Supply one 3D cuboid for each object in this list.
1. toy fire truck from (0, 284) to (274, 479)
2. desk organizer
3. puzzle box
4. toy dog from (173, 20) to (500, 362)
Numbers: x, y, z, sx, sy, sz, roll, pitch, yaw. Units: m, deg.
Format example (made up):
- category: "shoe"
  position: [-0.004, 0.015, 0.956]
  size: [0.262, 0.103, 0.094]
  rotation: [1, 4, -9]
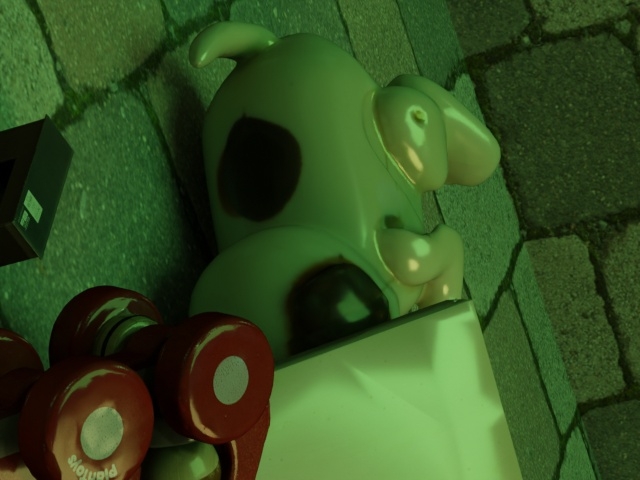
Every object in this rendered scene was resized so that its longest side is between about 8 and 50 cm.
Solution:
- category: "toy fire truck"
  position: [-0.160, 0.182, 1.319]
  size: [0.302, 0.169, 0.254]
  rotation: [-17, 110, -44]
- category: "desk organizer"
  position: [-0.250, -0.040, 1.442]
  size: [0.130, 0.050, 0.047]
  rotation: [-82, 150, -44]
- category: "puzzle box"
  position: [-0.010, 0.238, 1.512]
  size: [0.408, 0.052, 0.272]
  rotation: [-18, 96, -24]
- category: "toy dog"
  position: [0.000, 0.000, 1.741]
  size: [0.395, 0.284, 0.408]
  rotation: [57, 30, -39]
